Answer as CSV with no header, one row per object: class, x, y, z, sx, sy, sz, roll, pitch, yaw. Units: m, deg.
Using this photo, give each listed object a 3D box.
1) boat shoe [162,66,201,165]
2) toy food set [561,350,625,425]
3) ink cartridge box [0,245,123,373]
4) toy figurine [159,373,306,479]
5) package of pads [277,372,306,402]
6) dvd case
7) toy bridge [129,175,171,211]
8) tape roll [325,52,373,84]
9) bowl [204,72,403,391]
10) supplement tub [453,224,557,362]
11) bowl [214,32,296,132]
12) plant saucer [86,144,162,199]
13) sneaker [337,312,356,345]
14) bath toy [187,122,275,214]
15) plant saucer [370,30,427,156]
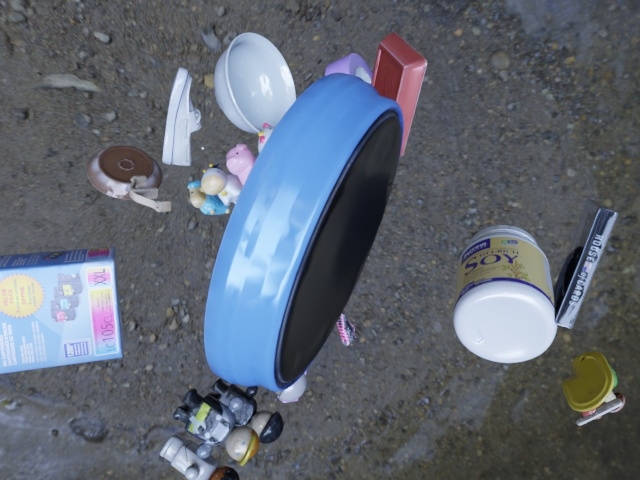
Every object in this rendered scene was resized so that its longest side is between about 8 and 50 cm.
boat shoe,-0.352,-0.311,1.409,0.088,0.096,0.267,9,120,-15
toy food set,0.653,0.359,1.282,0.071,0.218,0.128,38,117,-7
ink cartridge box,-0.712,0.174,1.359,0.396,0.151,0.269,-5,103,-17
toy figurine,-0.135,0.288,0.875,0.148,0.209,0.213,32,125,6
package of pads,-0.067,0.344,1.302,0.050,0.032,0.083,7,104,-44
dvd case,0.417,0.027,0.871,0.030,0.239,0.179,20,104,20
toy bridge,-0.425,-0.114,1.310,0.063,0.188,0.026,-9,120,-36
tape roll,0.123,-0.470,1.796,0.090,0.275,0.274,-17,105,27
bowl,0.000,0.000,0.660,0.077,0.391,0.390,23,95,14
supplement tub,0.477,0.127,1.421,0.241,0.331,0.240,8,123,12
bowl,-0.214,-0.440,1.595,0.298,0.134,0.297,14,73,-53
plant saucer,-0.532,-0.198,1.486,0.199,0.198,0.036,15,137,-14
sneaker,0.092,0.297,1.861,0.057,0.047,0.119,-18,102,-26
bath toy,-0.226,-0.208,1.546,0.348,0.151,0.129,-33,75,26
plant saucer,0.186,-0.395,1.451,0.048,0.259,0.258,-1,126,-16
